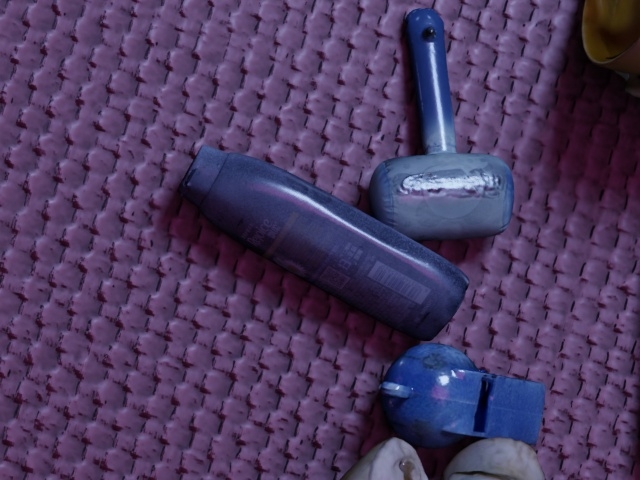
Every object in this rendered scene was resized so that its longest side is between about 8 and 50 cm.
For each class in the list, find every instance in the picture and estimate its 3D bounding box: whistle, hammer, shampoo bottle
[{"bbox_3d":[0.101,0.125,1.426,0.158,0.090,0.090,14,81,-49],"label":"whistle"},{"bbox_3d":[0.090,-0.095,1.446,0.116,0.069,0.194,-3,78,-10],"label":"hammer"},{"bbox_3d":[0.000,0.000,1.406,0.234,0.087,0.049,29,50,-6],"label":"shampoo bottle"}]

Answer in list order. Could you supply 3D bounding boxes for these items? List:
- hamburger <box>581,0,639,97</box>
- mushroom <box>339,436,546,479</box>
[{"bbox_3d":[0.348,-0.206,1.399,0.212,0.274,0.274,21,82,-12],"label":"hamburger"},{"bbox_3d":[0.097,0.262,1.365,0.254,0.189,0.195,34,36,-14],"label":"mushroom"}]
